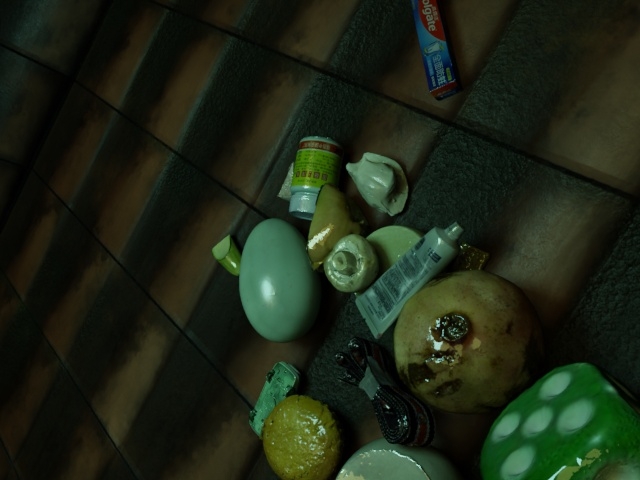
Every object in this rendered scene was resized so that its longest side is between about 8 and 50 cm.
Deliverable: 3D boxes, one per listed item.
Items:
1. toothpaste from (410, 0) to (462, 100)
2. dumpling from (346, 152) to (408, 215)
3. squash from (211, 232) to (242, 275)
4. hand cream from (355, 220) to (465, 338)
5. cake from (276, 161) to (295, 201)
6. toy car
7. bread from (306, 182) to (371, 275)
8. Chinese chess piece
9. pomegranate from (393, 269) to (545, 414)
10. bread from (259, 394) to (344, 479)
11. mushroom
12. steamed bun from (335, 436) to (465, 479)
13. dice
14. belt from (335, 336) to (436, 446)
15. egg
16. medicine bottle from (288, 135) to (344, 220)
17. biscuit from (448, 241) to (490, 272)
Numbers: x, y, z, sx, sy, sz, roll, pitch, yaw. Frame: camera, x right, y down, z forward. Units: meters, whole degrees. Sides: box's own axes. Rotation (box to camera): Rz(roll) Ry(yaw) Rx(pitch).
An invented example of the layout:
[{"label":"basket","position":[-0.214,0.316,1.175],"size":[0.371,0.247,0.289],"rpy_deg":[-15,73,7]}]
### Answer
[{"label":"toothpaste","position":[0.318,-0.546,1.460],"size":[0.076,0.066,0.321],"rpy_deg":[-19,69,30]},{"label":"dumpling","position":[0.164,-0.164,1.444],"size":[0.199,0.118,0.136],"rpy_deg":[43,89,6]},{"label":"squash","position":[-0.285,0.060,1.715],"size":[0.090,0.075,0.200],"rpy_deg":[-38,58,-9]},{"label":"hand cream","position":[0.216,0.084,1.251],"size":[0.341,0.077,0.124],"rpy_deg":[-49,50,24]},{"label":"cake","position":[-0.082,-0.182,1.653],"size":[0.065,0.052,0.121],"rpy_deg":[21,90,42]},{"label":"toy car","position":[-0.124,0.456,1.503],"size":[0.090,0.076,0.224],"rpy_deg":[33,105,35]},{"label":"bread","position":[0.065,-0.023,1.439],"size":[0.132,0.174,0.252],"rpy_deg":[5,74,29]},{"label":"Chinese chess piece","position":[0.199,0.084,1.357],"size":[0.250,0.101,0.251],"rpy_deg":[-9,73,33]},{"label":"pomegranate","position":[0.313,0.217,1.141],"size":[0.322,0.322,0.322],"rpy_deg":[-9,73,33]},{"label":"bread","position":[-0.037,0.524,1.384],"size":[0.239,0.139,0.240],"rpy_deg":[-9,73,33]},{"label":"mushroom","position":[0.078,0.058,1.319],"size":[0.148,0.112,0.148],"rpy_deg":[-4,84,39]},{"label":"steamed bun","position":[0.181,0.602,1.171],"size":[0.324,0.206,0.325],"rpy_deg":[-13,65,28]},{"label":"dice","position":[0.481,0.412,0.907],"size":[0.297,0.300,0.287],"rpy_deg":[42,105,2]},{"label":"belt","position":[0.146,0.352,1.247],"size":[0.126,0.094,0.359],"rpy_deg":[-60,27,5]},{"label":"egg","position":[-0.115,0.105,1.491],"size":[0.229,0.230,0.371],"rpy_deg":[-24,59,28]},{"label":"medicine bottle","position":[-0.014,-0.178,1.547],"size":[0.139,0.139,0.226],"rpy_deg":[5,80,35]},{"label":"biscuit","position":[0.365,0.054,1.301],"size":[0.081,0.018,0.083],"rpy_deg":[29,96,36]}]
